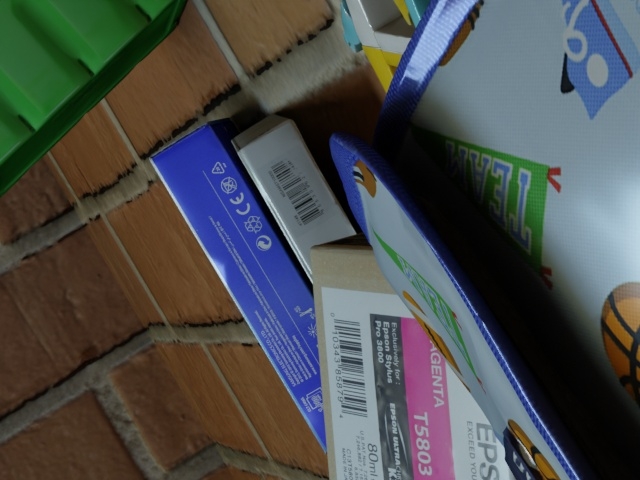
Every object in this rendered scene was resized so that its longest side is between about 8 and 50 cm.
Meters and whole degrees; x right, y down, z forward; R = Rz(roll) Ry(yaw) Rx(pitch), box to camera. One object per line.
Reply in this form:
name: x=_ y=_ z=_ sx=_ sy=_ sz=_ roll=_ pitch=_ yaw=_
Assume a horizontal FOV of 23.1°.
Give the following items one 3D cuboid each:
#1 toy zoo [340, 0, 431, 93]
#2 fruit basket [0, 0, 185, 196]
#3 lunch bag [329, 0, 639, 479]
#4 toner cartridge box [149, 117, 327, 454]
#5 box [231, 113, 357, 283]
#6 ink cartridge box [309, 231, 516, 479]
toy zoo: x=0.090 y=-0.130 z=1.064 sx=0.192 sy=0.030 sz=0.293 roll=64 pitch=164 yaw=-21
fruit basket: x=-0.364 y=-0.265 z=1.581 sx=0.392 sy=0.392 sz=0.283 roll=58 pitch=165 yaw=2
lunch bag: x=0.179 y=0.020 z=0.530 sx=0.328 sy=0.239 sz=0.385 roll=56 pitch=145 yaw=17
toner cartridge box: x=-0.046 y=0.041 z=1.624 sx=0.348 sy=0.075 sz=0.165 roll=59 pitch=-174 yaw=-3
box: x=0.000 y=0.000 z=1.402 sx=0.232 sy=0.058 sz=0.322 roll=60 pitch=180 yaw=-6
ink cartridge box: x=0.094 y=0.114 z=1.159 sx=0.193 sy=0.088 sz=0.235 roll=3 pitch=102 yaw=47
